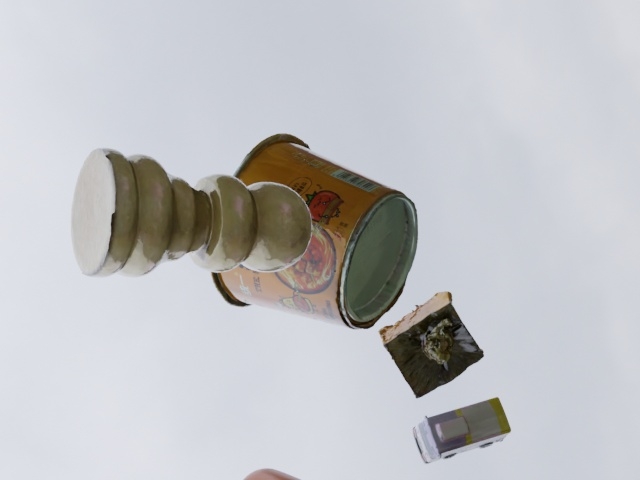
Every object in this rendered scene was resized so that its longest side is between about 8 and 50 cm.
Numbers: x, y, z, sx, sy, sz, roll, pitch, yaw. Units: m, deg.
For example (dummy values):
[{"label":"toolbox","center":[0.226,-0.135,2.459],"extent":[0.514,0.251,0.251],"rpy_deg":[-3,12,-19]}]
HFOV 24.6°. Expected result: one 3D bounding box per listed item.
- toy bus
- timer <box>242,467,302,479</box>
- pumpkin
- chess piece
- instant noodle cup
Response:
[{"label":"toy bus","center":[0.163,0.220,1.693],"extent":[0.058,0.102,0.052],"rpy_deg":[116,137,-65]},{"label":"timer","center":[0.027,0.372,1.525],"extent":[0.257,0.250,0.161],"rpy_deg":[45,-113,-37]},{"label":"pumpkin","center":[0.106,0.099,1.382],"extent":[0.074,0.083,0.054],"rpy_deg":[55,-176,-22]},{"label":"chess piece","center":[-0.086,-0.011,1.056],"extent":[0.170,0.094,0.094],"rpy_deg":[7,-120,-27]},{"label":"instant noodle cup","center":[0.000,0.000,1.689],"extent":[0.216,0.172,0.215],"rpy_deg":[-38,-42,-45]}]
